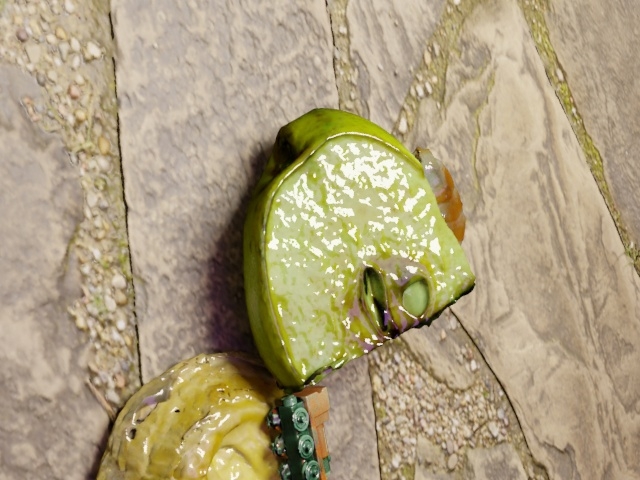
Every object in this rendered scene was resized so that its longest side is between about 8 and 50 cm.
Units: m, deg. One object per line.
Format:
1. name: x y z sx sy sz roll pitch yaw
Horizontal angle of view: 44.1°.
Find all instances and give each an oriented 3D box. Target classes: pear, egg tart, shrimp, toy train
1. pear: 0.000 0.000 0.843 0.238 0.164 0.255 -29 98 -17
2. egg tart: -0.093 0.249 0.817 0.279 0.095 0.279 3 85 -36
3. shrimp: 0.107 -0.020 0.982 0.166 0.049 0.161 -31 108 -21
4. toy train: -0.015 0.204 0.807 0.064 0.044 0.103 -13 93 -53
